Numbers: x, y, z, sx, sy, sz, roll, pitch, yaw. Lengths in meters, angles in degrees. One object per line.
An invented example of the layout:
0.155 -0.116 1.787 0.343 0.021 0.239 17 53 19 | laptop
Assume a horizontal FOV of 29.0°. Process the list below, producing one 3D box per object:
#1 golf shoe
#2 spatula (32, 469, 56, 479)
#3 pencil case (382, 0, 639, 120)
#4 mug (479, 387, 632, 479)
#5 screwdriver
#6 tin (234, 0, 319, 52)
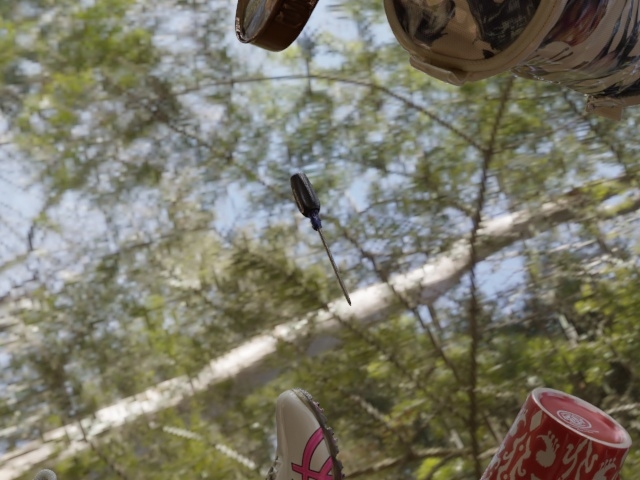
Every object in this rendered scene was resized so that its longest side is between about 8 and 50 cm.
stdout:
-0.022 0.229 1.127 0.067 0.086 0.186 165 -84 -69 | golf shoe
-0.212 0.282 0.825 0.168 0.019 0.242 28 -103 25 | spatula
0.209 -0.199 1.055 0.160 0.410 0.183 12 -81 33 | pencil case
0.191 0.217 1.052 0.113 0.150 0.169 32 -72 28 | mug
0.000 0.000 1.278 0.025 0.024 0.170 -34 -123 27 | screwdriver
-0.014 -0.238 0.988 0.190 0.040 0.106 -59 -148 29 | tin
